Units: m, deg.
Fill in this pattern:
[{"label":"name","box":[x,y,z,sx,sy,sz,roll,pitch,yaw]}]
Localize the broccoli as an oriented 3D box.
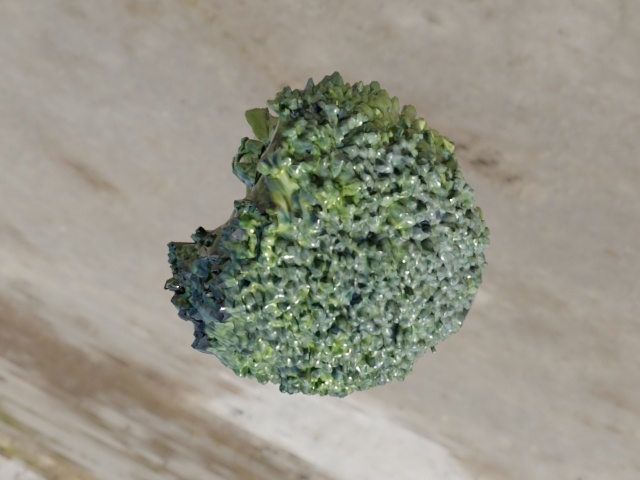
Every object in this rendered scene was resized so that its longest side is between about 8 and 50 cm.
[{"label":"broccoli","box":[0.001,0.001,0.957,0.226,0.198,0.176,58,175,-26]}]
